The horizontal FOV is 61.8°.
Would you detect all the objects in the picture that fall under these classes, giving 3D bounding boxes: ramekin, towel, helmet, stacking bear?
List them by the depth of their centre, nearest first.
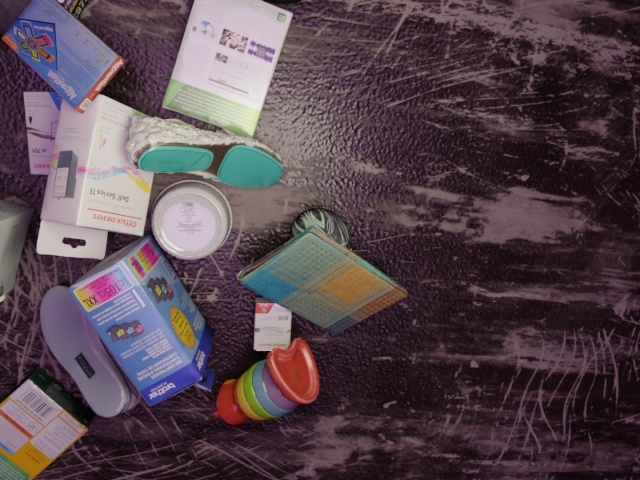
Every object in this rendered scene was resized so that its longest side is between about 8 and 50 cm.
[{"bbox_3d":[-0.327,-0.047,1.348,0.207,0.109,0.207,-2,101,-8],"label":"ramekin"},{"bbox_3d":[0.010,0.113,1.355,0.271,0.040,0.370,-33,132,30],"label":"towel"},{"bbox_3d":[0.000,0.000,1.383,0.170,0.161,0.169,-2,102,-9],"label":"helmet"},{"bbox_3d":[-0.161,0.398,1.418,0.289,0.175,0.164,-31,80,27],"label":"stacking bear"}]

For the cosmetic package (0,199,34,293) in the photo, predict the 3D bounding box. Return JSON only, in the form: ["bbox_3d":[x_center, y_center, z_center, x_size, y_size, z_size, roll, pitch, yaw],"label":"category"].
[{"bbox_3d":[-0.791,0.027,1.228,0.138,0.224,0.224,16,98,-12],"label":"cosmetic package"}]

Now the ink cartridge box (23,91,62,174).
[{"bbox_3d":[-0.605,-0.250,1.259,0.140,0.082,0.190,3,100,10],"label":"ink cartridge box"}]

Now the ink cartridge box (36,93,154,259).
[{"bbox_3d":[-0.493,-0.128,1.210,0.119,0.207,0.353,9,88,24],"label":"ink cartridge box"}]

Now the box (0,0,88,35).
[{"bbox_3d":[-0.653,-0.611,1.200,0.257,0.079,0.322,30,95,-15],"label":"box"}]

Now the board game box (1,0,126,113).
[{"bbox_3d":[-0.548,-0.404,1.133,0.281,0.027,0.145,42,92,18],"label":"board game box"}]

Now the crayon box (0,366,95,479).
[{"bbox_3d":[-0.791,0.516,1.399,0.323,0.083,0.203,-41,104,0],"label":"crayon box"}]

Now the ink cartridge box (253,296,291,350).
[{"bbox_3d":[-0.132,0.227,1.461,0.099,0.056,0.135,2,101,-11],"label":"ink cartridge box"}]

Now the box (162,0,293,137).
[{"bbox_3d":[-0.228,-0.441,1.314,0.232,0.058,0.321,18,96,-12],"label":"box"}]

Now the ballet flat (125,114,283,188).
[{"bbox_3d":[-0.263,-0.222,1.267,0.409,0.147,0.146,4,103,-45],"label":"ballet flat"}]

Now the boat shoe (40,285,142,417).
[{"bbox_3d":[-0.564,0.272,1.366,0.136,0.156,0.367,-42,75,5],"label":"boat shoe"}]

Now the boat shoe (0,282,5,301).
[{"bbox_3d":[-0.791,0.054,1.058,0.320,0.116,0.099,15,102,-6],"label":"boat shoe"}]

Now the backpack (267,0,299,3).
[{"bbox_3d":[-0.142,-0.681,1.125,0.274,0.355,0.290,-8,103,-7],"label":"backpack"}]

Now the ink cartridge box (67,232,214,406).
[{"bbox_3d":[-0.399,0.207,1.304,0.151,0.270,0.395,-27,104,2],"label":"ink cartridge box"}]
